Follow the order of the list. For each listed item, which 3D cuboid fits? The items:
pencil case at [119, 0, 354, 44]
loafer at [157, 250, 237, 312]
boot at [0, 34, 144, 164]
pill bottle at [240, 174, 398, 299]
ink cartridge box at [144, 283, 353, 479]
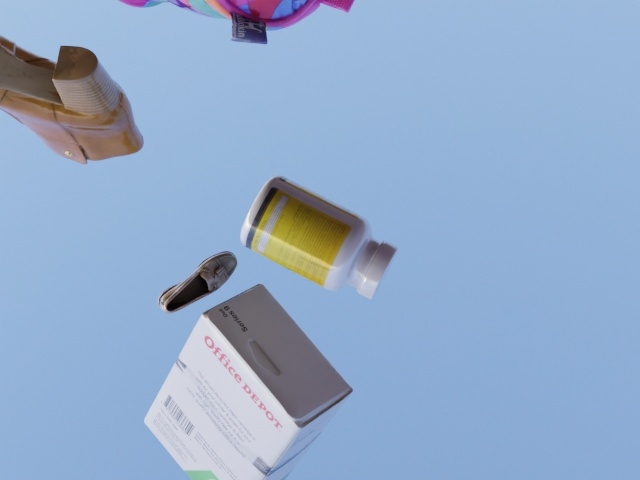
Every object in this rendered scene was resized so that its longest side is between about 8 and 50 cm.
[{"bbox_3d":[-0.073,-0.185,0.685,0.104,0.104,0.236,-23,-153,-22],"label":"pencil case"},{"bbox_3d":[-0.163,0.061,1.491,0.125,0.045,0.039,-35,-164,-8],"label":"loafer"},{"bbox_3d":[-0.385,-0.177,1.410,0.295,0.211,0.104,9,-115,9],"label":"boot"},{"bbox_3d":[0.000,0.000,1.380,0.184,0.103,0.103,28,-131,6],"label":"pill bottle"},{"bbox_3d":[-0.108,0.235,1.563,0.121,0.289,0.211,-28,-111,-43],"label":"ink cartridge box"}]
